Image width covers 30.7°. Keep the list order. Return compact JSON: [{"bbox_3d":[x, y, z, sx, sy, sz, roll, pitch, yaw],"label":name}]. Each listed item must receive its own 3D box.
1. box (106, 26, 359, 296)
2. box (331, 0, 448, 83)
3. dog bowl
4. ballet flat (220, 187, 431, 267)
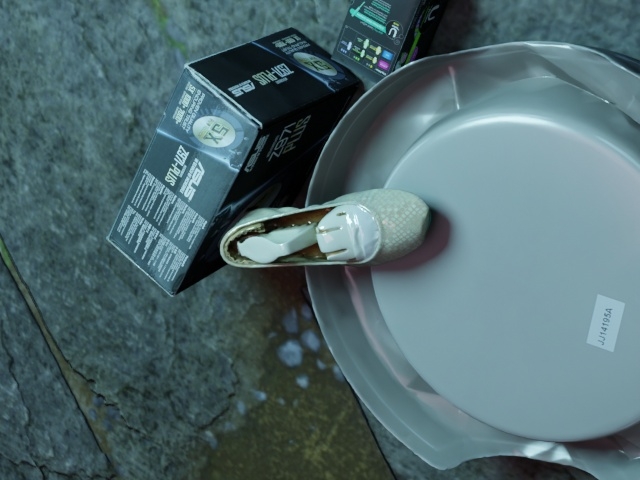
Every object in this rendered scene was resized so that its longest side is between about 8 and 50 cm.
[{"bbox_3d":[-0.069,-0.064,0.923,0.077,0.147,0.180,40,125,13],"label":"box"},{"bbox_3d":[0.054,-0.164,0.856,0.052,0.062,0.083,32,124,17],"label":"box"},{"bbox_3d":[0.161,0.018,0.840,0.349,0.102,0.348,13,117,28],"label":"dog bowl"},{"bbox_3d":[0.000,0.000,0.839,0.168,0.052,0.057,-9,104,35],"label":"ballet flat"}]
